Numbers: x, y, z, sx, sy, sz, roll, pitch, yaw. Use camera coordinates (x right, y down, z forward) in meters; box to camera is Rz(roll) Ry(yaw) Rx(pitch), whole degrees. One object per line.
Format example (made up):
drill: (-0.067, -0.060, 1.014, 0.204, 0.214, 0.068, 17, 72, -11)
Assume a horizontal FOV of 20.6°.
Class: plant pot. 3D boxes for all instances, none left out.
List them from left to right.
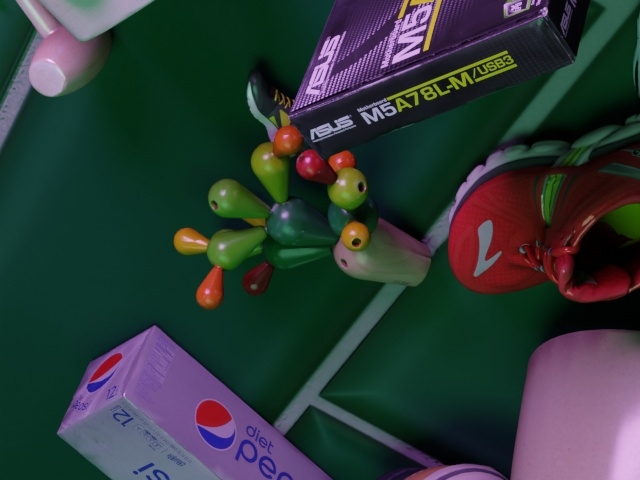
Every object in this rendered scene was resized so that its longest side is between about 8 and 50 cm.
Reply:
plant pot: (0.239, 0.247, 1.289, 0.256, 0.274, 0.256, 17, 155, 8)

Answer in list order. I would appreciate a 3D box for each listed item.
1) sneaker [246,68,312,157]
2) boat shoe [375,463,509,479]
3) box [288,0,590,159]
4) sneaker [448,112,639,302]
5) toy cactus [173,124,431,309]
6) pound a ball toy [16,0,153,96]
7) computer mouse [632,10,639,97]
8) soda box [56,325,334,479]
sneaker: (-0.027, -0.096, 1.291, 0.035, 0.031, 0.083, -12, 135, 21)
boat shoe: (0.196, 0.382, 1.548, 0.500, 0.187, 0.156, 54, 164, -21)
box: (0.084, -0.150, 1.084, 0.184, 0.191, 0.045, -17, 126, 33)
sneaker: (0.175, -0.006, 1.221, 0.107, 0.118, 0.279, 37, 146, -20)
toy cactus: (0.000, 0.000, 1.312, 0.180, 0.112, 0.219, 19, 148, -24)
pound a ball toy: (-0.213, -0.233, 1.152, 0.208, 0.136, 0.319, -25, 119, 36)
computer mouse: (0.242, -0.146, 1.134, 0.106, 0.042, 0.193, 8, 134, 11)
soda box: (-0.088, 0.207, 1.550, 0.286, 0.091, 0.098, 43, 130, -21)
